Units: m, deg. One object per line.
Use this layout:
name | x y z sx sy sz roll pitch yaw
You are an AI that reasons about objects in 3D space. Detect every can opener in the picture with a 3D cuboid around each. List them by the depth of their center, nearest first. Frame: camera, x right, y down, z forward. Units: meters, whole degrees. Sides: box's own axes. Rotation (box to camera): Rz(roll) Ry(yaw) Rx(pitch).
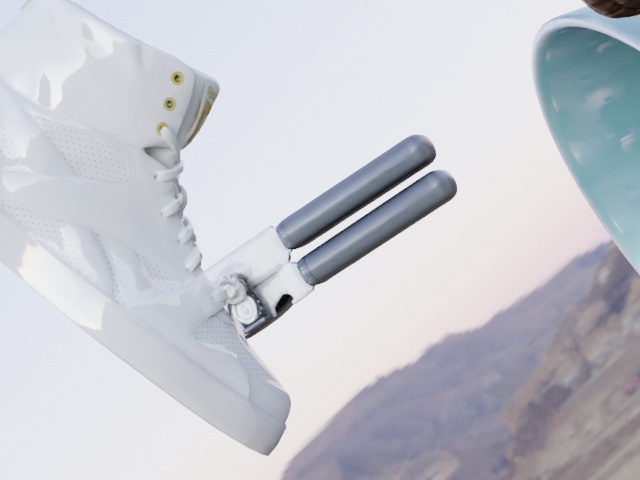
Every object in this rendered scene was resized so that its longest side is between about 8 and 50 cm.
can opener | 0.000 0.000 1.146 0.280 0.074 0.093 -35 -7 24

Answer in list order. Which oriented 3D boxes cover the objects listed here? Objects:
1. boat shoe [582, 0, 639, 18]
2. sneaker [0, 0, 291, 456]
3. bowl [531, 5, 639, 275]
boat shoe | 0.107 -0.174 0.445 0.095 0.095 0.257 -23 -22 7
sneaker | -0.095 -0.018 0.747 0.169 0.292 0.108 -49 8 -10
bowl | 0.291 -0.053 0.777 0.163 0.312 0.311 -35 -11 -5
